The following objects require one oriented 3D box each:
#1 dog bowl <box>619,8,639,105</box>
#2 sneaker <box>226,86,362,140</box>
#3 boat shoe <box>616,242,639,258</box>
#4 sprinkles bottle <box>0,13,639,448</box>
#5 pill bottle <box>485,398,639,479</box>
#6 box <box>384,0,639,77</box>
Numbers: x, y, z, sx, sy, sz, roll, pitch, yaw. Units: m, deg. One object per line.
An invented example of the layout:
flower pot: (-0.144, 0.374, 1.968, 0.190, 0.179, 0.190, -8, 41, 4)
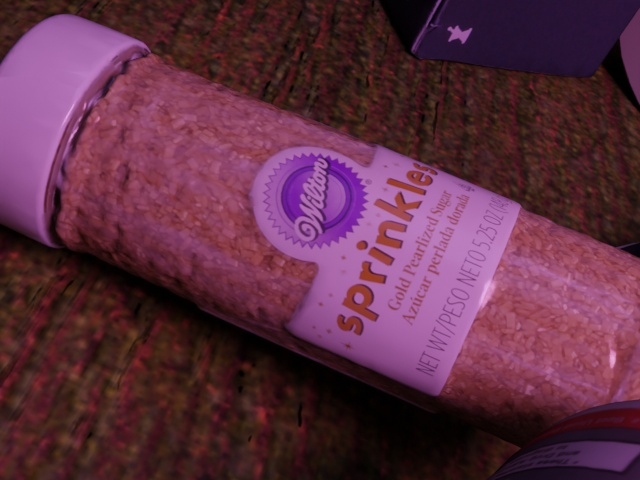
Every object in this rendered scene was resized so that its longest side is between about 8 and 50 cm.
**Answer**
dog bowl: (0.397, -0.195, 0.862, 0.104, 0.265, 0.265, -11, 55, -34)
sneaker: (-0.001, -0.036, 0.634, 0.208, 0.081, 0.094, 34, 34, -4)
boat shoe: (0.358, 0.042, 0.690, 0.500, 0.156, 0.187, -3, 52, -29)
sprinkles bottle: (0.000, 0.000, 0.519, 0.355, 0.121, 0.121, 23, 41, 7)
pill bottle: (0.055, 0.215, 0.305, 0.363, 0.210, 0.210, -26, 64, -43)
box: (0.163, -0.394, 0.910, 0.212, 0.293, 0.395, 2, 48, -27)
